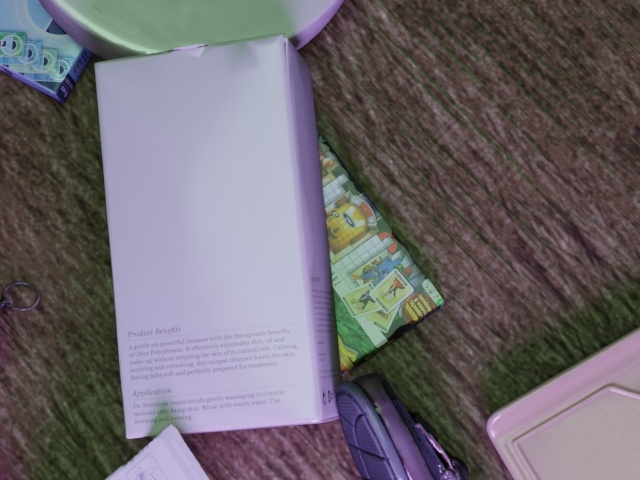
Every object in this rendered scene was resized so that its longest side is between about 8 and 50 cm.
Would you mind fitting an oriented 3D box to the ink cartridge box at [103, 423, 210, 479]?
[{"bbox_3d":[-0.144,0.301,1.236,0.232,0.066,0.189,-42,78,27],"label":"ink cartridge box"}]

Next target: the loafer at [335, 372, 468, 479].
[{"bbox_3d":[0.112,0.252,1.253,0.095,0.109,0.303,-28,101,-19],"label":"loafer"}]

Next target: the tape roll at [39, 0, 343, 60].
[{"bbox_3d":[-0.139,-0.361,1.383,0.392,0.072,0.392,1,78,-6],"label":"tape roll"}]

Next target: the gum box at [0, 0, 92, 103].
[{"bbox_3d":[-0.304,-0.266,1.418,0.157,0.041,0.184,28,82,7],"label":"gum box"}]

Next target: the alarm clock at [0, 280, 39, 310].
[{"bbox_3d":[-0.376,0.082,1.324,0.192,0.064,0.129,-22,53,-29],"label":"alarm clock"}]

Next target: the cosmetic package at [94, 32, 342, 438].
[{"bbox_3d":[-0.095,0.001,1.274,0.197,0.155,0.366,-5,84,10],"label":"cosmetic package"}]

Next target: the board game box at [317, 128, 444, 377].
[{"bbox_3d":[0.000,0.000,1.360,0.136,0.030,0.260,-36,80,-2],"label":"board game box"}]

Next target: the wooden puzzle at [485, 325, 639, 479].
[{"bbox_3d":[0.313,0.227,1.299,0.221,0.044,0.239,-29,84,-4],"label":"wooden puzzle"}]
